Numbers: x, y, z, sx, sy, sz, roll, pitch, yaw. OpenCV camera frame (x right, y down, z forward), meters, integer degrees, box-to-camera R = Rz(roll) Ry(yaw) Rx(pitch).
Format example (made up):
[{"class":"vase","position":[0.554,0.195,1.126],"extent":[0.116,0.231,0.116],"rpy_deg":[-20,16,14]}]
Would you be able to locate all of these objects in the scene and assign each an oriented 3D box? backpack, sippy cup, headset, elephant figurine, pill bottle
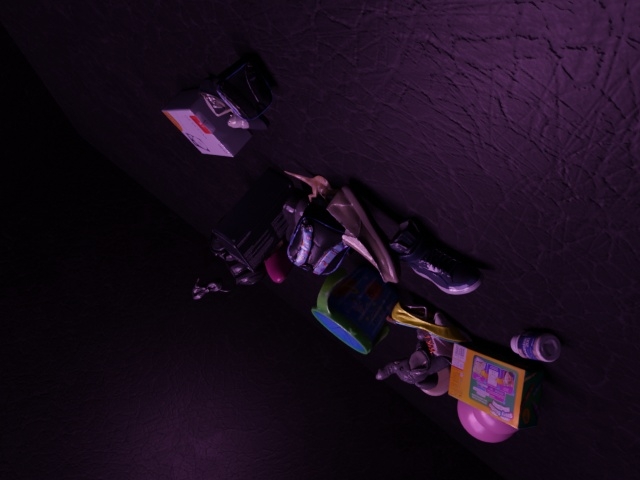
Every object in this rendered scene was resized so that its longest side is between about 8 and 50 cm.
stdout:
[{"class":"backpack","position":[-0.163,-0.329,1.283],"extent":[0.114,0.105,0.084],"rpy_deg":[50,-175,-37]},{"class":"sippy cup","position":[0.127,0.214,1.940],"extent":[0.240,0.224,0.305],"rpy_deg":[36,165,15]},{"class":"headset","position":[-0.293,0.059,1.990],"extent":[0.243,0.185,0.394],"rpy_deg":[55,-155,-17]},{"class":"backpack","position":[0.000,0.000,1.566],"extent":[0.158,0.117,0.173],"rpy_deg":[22,129,-7]},{"class":"elephant figurine","position":[0.341,0.430,2.024],"extent":[0.169,0.239,0.186],"rpy_deg":[42,165,-7]},{"class":"pill bottle","position":[0.512,0.252,1.419],"extent":[0.067,0.067,0.120],"rpy_deg":[42,165,-9]}]

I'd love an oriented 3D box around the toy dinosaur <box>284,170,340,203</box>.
[{"class":"toy dinosaur","position":[-0.005,-0.141,1.583],"extent":[0.183,0.053,0.092],"rpy_deg":[25,146,21]}]

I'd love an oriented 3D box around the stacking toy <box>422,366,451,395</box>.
[{"class":"stacking toy","position":[0.437,0.556,2.401],"extent":[0.141,0.141,0.330],"rpy_deg":[37,169,9]}]

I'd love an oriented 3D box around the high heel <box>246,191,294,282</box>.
[{"class":"high heel","position":[-0.184,-0.013,1.948],"extent":[0.181,0.127,0.377],"rpy_deg":[38,-162,-28]}]

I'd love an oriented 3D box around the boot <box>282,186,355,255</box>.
[{"class":"boot","position":[0.011,-0.016,1.780],"extent":[0.222,0.118,0.338],"rpy_deg":[29,169,14]}]

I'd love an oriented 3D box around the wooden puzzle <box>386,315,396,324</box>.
[{"class":"wooden puzzle","position":[0.267,0.303,2.292],"extent":[0.049,0.006,0.083],"rpy_deg":[49,163,-32]}]

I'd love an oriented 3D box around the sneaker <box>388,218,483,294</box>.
[{"class":"sneaker","position":[0.256,0.036,1.366],"extent":[0.226,0.086,0.163],"rpy_deg":[22,160,52]}]

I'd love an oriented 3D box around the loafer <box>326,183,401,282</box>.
[{"class":"loafer","position":[0.106,-0.006,1.440],"extent":[0.268,0.092,0.102],"rpy_deg":[61,-165,8]}]

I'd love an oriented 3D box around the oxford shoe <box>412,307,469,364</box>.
[{"class":"oxford shoe","position":[0.370,0.311,1.878],"extent":[0.271,0.098,0.097],"rpy_deg":[39,165,2]}]

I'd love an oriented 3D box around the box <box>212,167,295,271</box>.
[{"class":"box","position":[-0.181,-0.061,1.801],"extent":[0.103,0.261,0.184],"rpy_deg":[33,164,24]}]

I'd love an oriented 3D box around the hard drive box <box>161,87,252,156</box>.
[{"class":"hard drive box","position":[-0.325,-0.336,1.680],"extent":[0.181,0.089,0.232],"rpy_deg":[47,163,-30]}]

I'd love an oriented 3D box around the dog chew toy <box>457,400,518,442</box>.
[{"class":"dog chew toy","position":[0.563,0.521,1.870],"extent":[0.206,0.206,0.332],"rpy_deg":[37,157,11]}]

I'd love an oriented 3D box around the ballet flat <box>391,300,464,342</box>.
[{"class":"ballet flat","position":[0.330,0.243,1.807],"extent":[0.231,0.077,0.077],"rpy_deg":[18,-163,18]}]

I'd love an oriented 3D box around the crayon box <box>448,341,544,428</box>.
[{"class":"crayon box","position":[0.497,0.408,1.703],"extent":[0.081,0.165,0.278],"rpy_deg":[2,-174,-31]}]

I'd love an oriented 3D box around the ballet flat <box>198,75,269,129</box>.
[{"class":"ballet flat","position":[-0.227,-0.329,1.495],"extent":[0.203,0.074,0.074],"rpy_deg":[39,165,0]}]
